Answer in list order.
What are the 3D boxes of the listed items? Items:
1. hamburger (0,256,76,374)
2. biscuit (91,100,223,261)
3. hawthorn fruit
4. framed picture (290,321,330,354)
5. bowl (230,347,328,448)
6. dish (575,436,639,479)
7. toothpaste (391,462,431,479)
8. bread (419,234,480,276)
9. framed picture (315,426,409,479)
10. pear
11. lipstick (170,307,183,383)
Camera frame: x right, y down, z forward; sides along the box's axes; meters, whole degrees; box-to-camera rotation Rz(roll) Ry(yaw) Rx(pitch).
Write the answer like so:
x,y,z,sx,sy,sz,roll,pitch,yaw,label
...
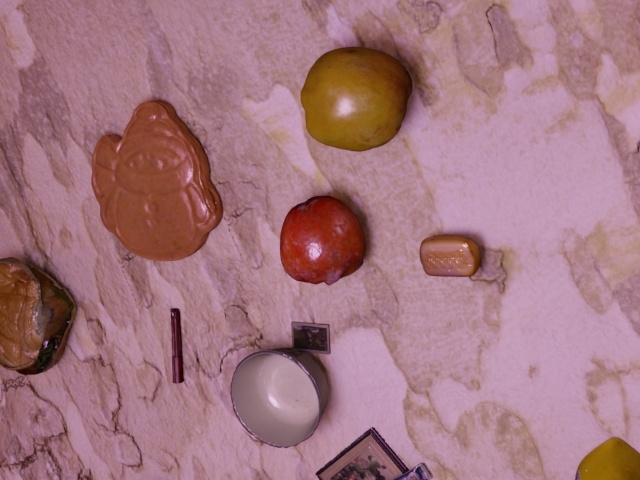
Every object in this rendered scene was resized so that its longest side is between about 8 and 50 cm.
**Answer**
x,y,z,sx,sy,sz,roll,pitch,yaw,label
-0.731,0.188,1.839,0.266,0.134,0.284,36,107,23,hamburger
-0.376,-0.122,1.653,0.312,0.057,0.351,-13,95,26,biscuit
0.000,0.000,1.439,0.173,0.173,0.172,5,102,24,hawthorn fruit
-0.021,0.205,1.576,0.089,0.007,0.066,2,101,25,framed picture
-0.072,0.313,1.562,0.212,0.112,0.211,5,103,24,bowl
0.528,0.462,1.328,0.149,0.080,0.207,-6,96,27,dish
0.160,0.499,1.529,0.140,0.021,0.037,-33,85,19,toothpaste
0.243,0.026,1.389,0.115,0.056,0.082,-6,109,35,bread
0.108,0.520,1.574,0.195,0.010,0.199,49,115,9,framed picture
0.065,-0.255,1.347,0.200,0.200,0.199,5,102,24,pear
-0.331,0.242,1.720,0.027,0.027,0.176,4,100,24,lipstick
